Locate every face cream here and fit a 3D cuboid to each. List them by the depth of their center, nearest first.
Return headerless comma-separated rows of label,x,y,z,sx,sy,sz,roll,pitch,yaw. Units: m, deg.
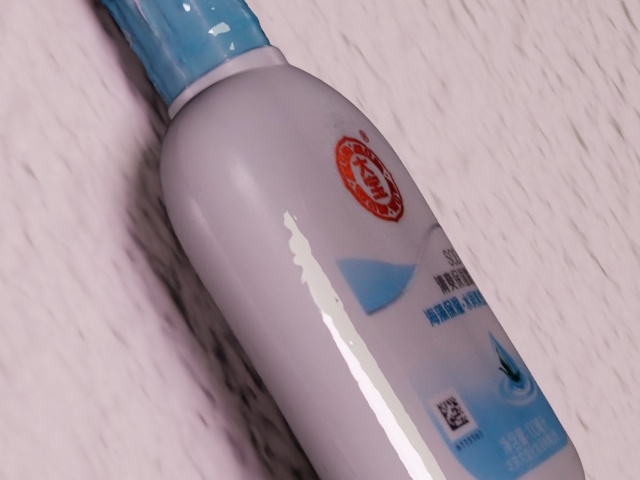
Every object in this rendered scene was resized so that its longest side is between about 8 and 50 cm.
face cream,0.000,0.000,0.863,0.336,0.080,0.163,59,28,9
